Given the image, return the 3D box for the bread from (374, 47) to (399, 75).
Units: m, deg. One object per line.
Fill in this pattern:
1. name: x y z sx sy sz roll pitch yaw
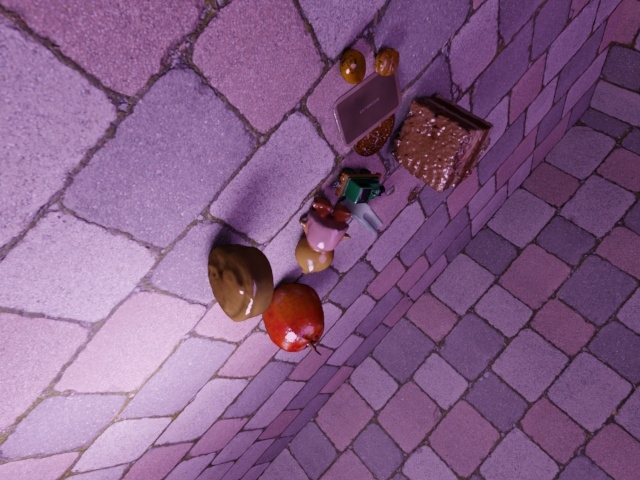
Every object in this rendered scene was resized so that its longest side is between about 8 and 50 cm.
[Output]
1. bread: 0.193 -0.522 1.190 0.083 0.046 0.081 11 110 -51

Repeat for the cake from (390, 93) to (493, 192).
1. cake: 0.453 -0.361 1.491 0.290 0.282 0.256 -23 145 -40

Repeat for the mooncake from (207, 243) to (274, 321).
1. mooncake: -0.238 0.127 1.182 0.117 0.235 0.235 -15 137 -44

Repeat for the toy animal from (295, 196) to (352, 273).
1. toy animal: -0.001 0.004 1.443 0.195 0.169 0.281 19 124 -12

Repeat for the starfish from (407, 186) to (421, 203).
1. starfish: 0.436 -0.213 1.896 0.091 0.028 0.078 -54 156 5

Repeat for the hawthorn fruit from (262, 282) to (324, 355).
1. hawthorn fruit: -0.078 0.317 1.569 0.254 0.300 0.254 -33 150 -22

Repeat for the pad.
1. pad: 0.154 -0.422 1.269 0.266 0.002 0.176 -40 139 -14

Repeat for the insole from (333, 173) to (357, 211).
1. insole: 0.093 -0.166 1.521 0.065 0.006 0.194 -13 135 -45

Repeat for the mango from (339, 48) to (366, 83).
1. mango: 0.091 -0.471 1.111 0.079 0.057 0.114 -57 158 8

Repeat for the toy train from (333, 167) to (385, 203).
1. toy train: 0.144 -0.187 1.422 0.227 0.136 0.091 -6 128 -38

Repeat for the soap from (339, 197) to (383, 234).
1. soap: 0.160 -0.101 1.560 0.067 0.119 0.198 -51 154 3

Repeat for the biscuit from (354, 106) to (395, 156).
1. biscuit: 0.186 -0.369 1.382 0.187 0.027 0.188 -33 148 -24
